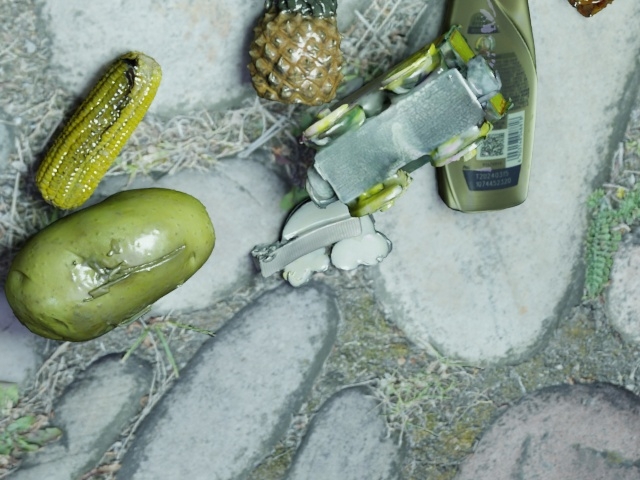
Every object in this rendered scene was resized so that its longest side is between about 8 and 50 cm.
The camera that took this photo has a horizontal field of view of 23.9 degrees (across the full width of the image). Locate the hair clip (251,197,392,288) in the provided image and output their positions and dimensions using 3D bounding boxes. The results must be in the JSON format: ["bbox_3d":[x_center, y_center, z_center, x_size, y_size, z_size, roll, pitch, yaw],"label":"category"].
[{"bbox_3d":[0.000,0.000,1.863,0.172,0.049,0.116,-21,126,-11],"label":"hair clip"}]

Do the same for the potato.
[{"bbox_3d":[-0.237,0.026,1.723,0.248,0.169,0.143,-25,98,-12],"label":"potato"}]

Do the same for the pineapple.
[{"bbox_3d":[-0.016,-0.274,1.686,0.119,0.111,0.237,-15,119,-46],"label":"pineapple"}]

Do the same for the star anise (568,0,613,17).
[{"bbox_3d":[0.370,-0.342,1.805,0.190,0.070,0.097,-36,149,-1],"label":"star anise"}]

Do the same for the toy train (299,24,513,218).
[{"bbox_3d":[0.093,-0.134,1.709,0.261,0.177,0.134,-31,102,23],"label":"toy train"}]

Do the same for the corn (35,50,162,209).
[{"bbox_3d":[-0.249,-0.123,1.699,0.072,0.072,0.203,30,104,-29],"label":"corn"}]

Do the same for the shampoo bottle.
[{"bbox_3d":[0.197,-0.206,1.802,0.125,0.084,0.350,-8,118,-10],"label":"shampoo bottle"}]
